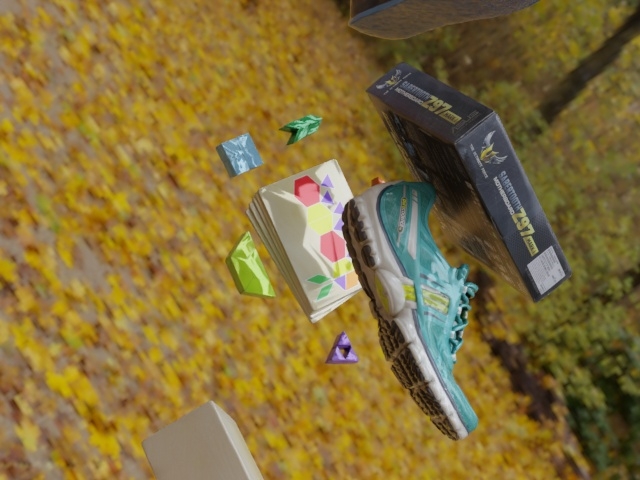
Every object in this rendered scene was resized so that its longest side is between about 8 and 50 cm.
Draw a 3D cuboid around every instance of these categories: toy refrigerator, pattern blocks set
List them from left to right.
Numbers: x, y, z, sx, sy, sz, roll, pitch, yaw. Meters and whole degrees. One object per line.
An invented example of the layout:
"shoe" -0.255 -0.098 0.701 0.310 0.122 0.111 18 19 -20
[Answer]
"toy refrigerator" -0.101 0.332 1.409 0.269 0.102 0.094 59 0 31
"pattern blocks set" 0.000 0.000 1.551 0.285 0.026 0.324 -14 84 -36

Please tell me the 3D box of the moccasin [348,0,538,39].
"moccasin" 0.143 -0.326 1.423 0.138 0.342 0.116 16 79 -39

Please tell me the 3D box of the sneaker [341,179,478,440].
"sneaker" 0.113 0.069 1.237 0.107 0.110 0.275 158 -85 -78

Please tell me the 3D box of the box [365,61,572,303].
"box" 0.156 -0.062 1.277 0.183 0.059 0.232 39 -16 55
